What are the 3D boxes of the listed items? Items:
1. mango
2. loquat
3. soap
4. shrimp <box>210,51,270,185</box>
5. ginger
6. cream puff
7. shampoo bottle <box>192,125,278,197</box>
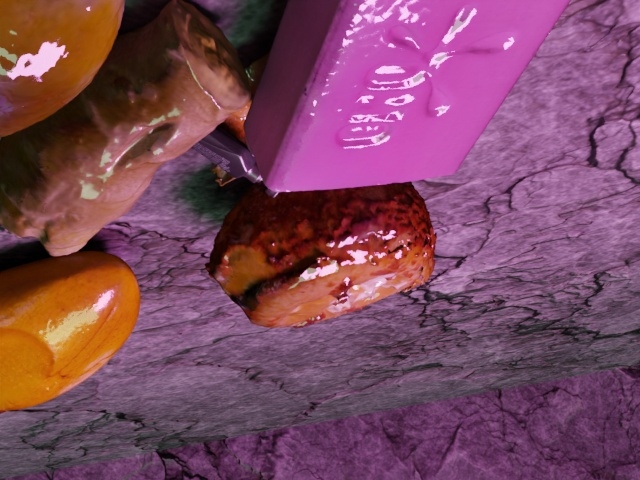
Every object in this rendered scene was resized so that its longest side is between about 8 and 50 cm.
[{"bbox_3d":[-0.306,0.090,1.080,0.257,0.138,0.187,-24,139,20],"label":"mango"},{"bbox_3d":[-0.194,-0.135,0.534,0.195,0.152,0.152,-10,161,20],"label":"loquat"},{"bbox_3d":[0.062,-0.142,0.668,0.181,0.081,0.259,-6,148,-26],"label":"soap"},{"bbox_3d":[-0.046,-0.112,0.806,0.115,0.051,0.217,10,152,-32],"label":"shrimp"},{"bbox_3d":[-0.168,-0.083,0.719,0.263,0.116,0.109,-32,162,33],"label":"ginger"},{"bbox_3d":[0.000,0.000,0.971,0.240,0.164,0.240,-22,170,-4],"label":"cream puff"},{"bbox_3d":[-0.089,-0.082,0.791,0.137,0.027,0.048,35,163,-18],"label":"shampoo bottle"}]
